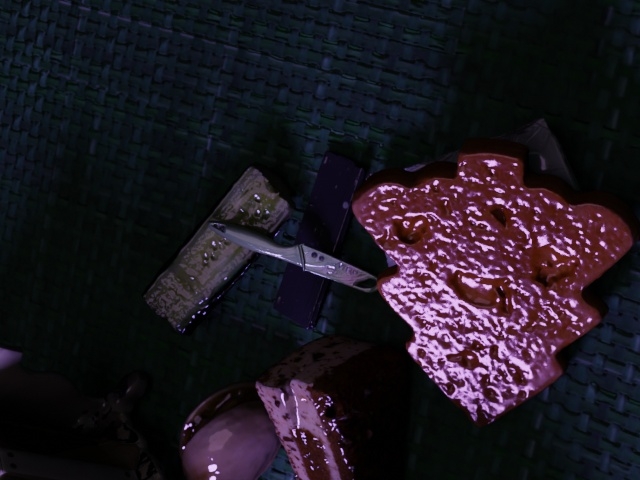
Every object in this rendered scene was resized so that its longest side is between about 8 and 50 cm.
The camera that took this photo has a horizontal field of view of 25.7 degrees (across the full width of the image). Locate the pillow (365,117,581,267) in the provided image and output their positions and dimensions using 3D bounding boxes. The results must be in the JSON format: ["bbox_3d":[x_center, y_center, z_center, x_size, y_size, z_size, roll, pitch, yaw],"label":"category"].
[{"bbox_3d":[0.152,-0.034,1.410,0.229,0.051,0.128,-17,88,31],"label":"pillow"}]

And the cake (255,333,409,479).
[{"bbox_3d":[0.040,0.217,1.508,0.112,0.135,0.246,8,128,42],"label":"cake"}]

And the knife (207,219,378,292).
[{"bbox_3d":[-0.027,0.013,1.512,0.207,0.014,0.030,21,105,11],"label":"knife"}]

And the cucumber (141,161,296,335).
[{"bbox_3d":[-0.108,0.007,1.574,0.078,0.062,0.211,43,108,2],"label":"cucumber"}]

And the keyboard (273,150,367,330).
[{"bbox_3d":[0.000,0.000,1.527,0.060,0.018,0.195,30,109,32],"label":"keyboard"}]

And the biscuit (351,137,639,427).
[{"bbox_3d":[0.164,0.045,1.381,0.284,0.043,0.306,9,117,18],"label":"biscuit"}]

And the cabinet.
[{"bbox_3d":[-0.326,0.331,1.581,0.318,0.227,0.290,-51,42,23],"label":"cabinet"}]

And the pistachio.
[{"bbox_3d":[-0.099,0.223,1.559,0.149,0.113,0.113,-44,72,19],"label":"pistachio"}]
